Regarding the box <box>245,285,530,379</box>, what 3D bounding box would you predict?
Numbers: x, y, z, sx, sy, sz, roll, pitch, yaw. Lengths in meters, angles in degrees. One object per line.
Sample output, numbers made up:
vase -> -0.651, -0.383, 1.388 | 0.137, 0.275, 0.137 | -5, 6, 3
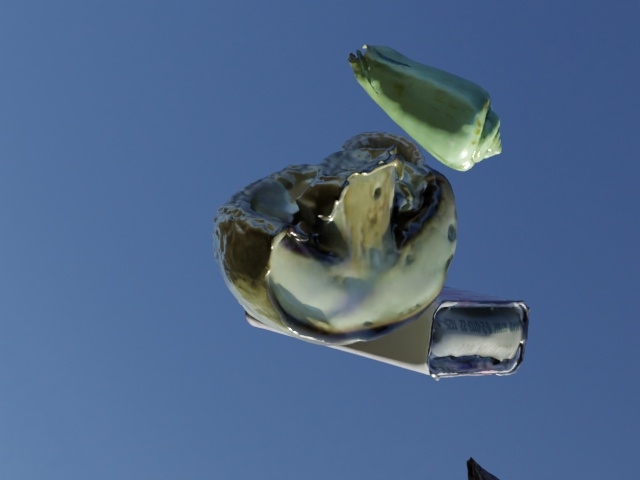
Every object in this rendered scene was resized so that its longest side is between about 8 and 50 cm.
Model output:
box -> 0.086, 0.103, 2.006 | 0.369, 0.190, 0.112 | 13, -81, 47

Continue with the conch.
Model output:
conch -> 0.103, -0.135, 1.426 | 0.170, 0.106, 0.079 | 37, -80, 0

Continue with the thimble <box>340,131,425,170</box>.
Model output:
thimble -> 0.079, -0.078, 1.931 | 0.115, 0.102, 0.090 | 38, -34, 34

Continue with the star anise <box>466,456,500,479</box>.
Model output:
star anise -> 0.199, 0.300, 1.350 | 0.157, 0.053, 0.212 | 167, -96, -74

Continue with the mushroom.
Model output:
mushroom -> 0.004, 0.006, 1.598 | 0.164, 0.267, 0.189 | 14, -52, 48
